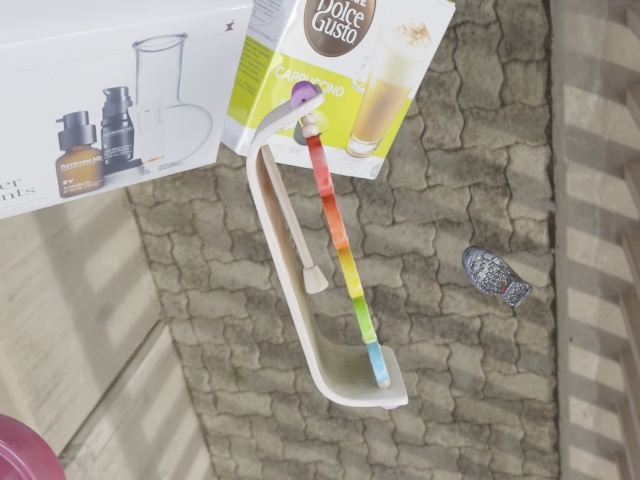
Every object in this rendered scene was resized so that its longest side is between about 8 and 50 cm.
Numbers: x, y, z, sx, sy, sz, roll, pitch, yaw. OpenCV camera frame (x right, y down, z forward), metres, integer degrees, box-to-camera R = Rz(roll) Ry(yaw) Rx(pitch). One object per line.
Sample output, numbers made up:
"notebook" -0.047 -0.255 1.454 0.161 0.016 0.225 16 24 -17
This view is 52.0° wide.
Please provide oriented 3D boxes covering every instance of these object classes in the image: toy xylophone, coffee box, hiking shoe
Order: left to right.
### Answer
"coffee box" -0.050 -0.342 1.111 0.338 0.337 0.334 40 113 36
"toy xylophone" 0.000 0.000 0.653 0.081 0.236 0.323 -16 116 2
"hiking shoe" 0.362 0.066 1.430 0.227 0.114 0.086 34 98 -37

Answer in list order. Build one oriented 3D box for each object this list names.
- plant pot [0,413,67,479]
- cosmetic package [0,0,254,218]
"plant pot" -0.398 0.309 0.689 0.201 0.180 0.201 1 99 7
"cosmetic package" -0.276 -0.141 0.661 0.097 0.377 0.284 63 155 18
